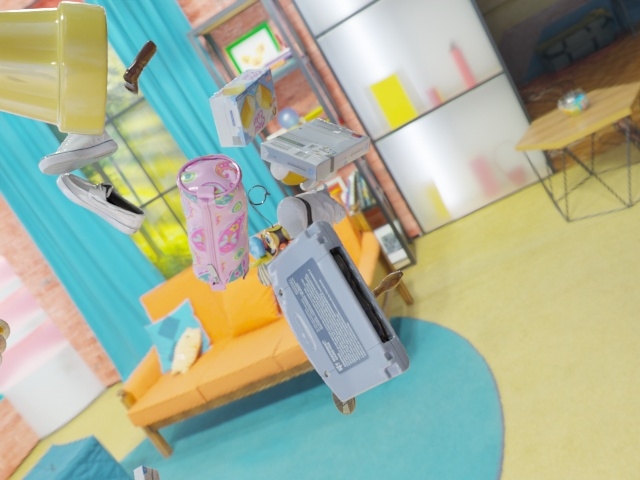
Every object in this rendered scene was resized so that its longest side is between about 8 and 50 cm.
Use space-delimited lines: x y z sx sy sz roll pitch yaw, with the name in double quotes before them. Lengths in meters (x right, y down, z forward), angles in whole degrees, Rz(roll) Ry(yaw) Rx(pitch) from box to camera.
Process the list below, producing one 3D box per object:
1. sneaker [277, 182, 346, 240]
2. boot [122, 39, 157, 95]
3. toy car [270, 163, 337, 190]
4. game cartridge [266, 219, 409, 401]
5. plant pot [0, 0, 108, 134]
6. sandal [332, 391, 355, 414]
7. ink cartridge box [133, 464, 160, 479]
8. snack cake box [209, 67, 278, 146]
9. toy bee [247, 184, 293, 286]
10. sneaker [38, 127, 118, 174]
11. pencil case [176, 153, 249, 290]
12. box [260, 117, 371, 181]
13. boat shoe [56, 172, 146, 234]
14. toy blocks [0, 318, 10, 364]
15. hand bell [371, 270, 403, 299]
"sneaker" 0.000 0.000 1.939 0.137 0.366 0.210 3 29 40
"boot" -0.413 -0.401 1.411 0.114 0.037 0.106 -64 9 -15
"toy car" -0.047 -0.239 1.785 0.182 0.159 0.136 -25 56 42
"game cartridge" 0.019 0.134 1.103 0.062 0.297 0.198 -22 -13 -39
"plant pot" -0.544 -0.338 1.174 0.238 0.254 0.254 1 1 -25
"sandal" 0.062 0.387 1.674 0.072 0.180 0.049 -22 -7 41
"ink cartridge box" -0.425 0.596 1.518 0.028 0.083 0.048 -31 52 8
"snack cake box" -0.224 -0.405 1.841 0.089 0.152 0.264 2 34 20
"toy bee" -0.138 0.022 1.710 0.195 0.298 0.162 -41 44 -16
"sneaker" -0.705 -0.260 1.747 0.094 0.091 0.258 -35 1 36
"pencil case" -0.198 -0.028 1.160 0.124 0.124 0.284 -41 -27 -32
"box" -0.008 -0.191 1.248 0.145 0.038 0.186 25 40 28
"boat shoe" -0.631 -0.124 1.768 0.088 0.267 0.096 -50 7 24
"toy blocks" -0.575 0.209 1.010 0.123 0.054 0.148 -48 28 3
"hand bell" 0.152 0.147 1.700 0.242 0.126 0.126 -33 13 -38
